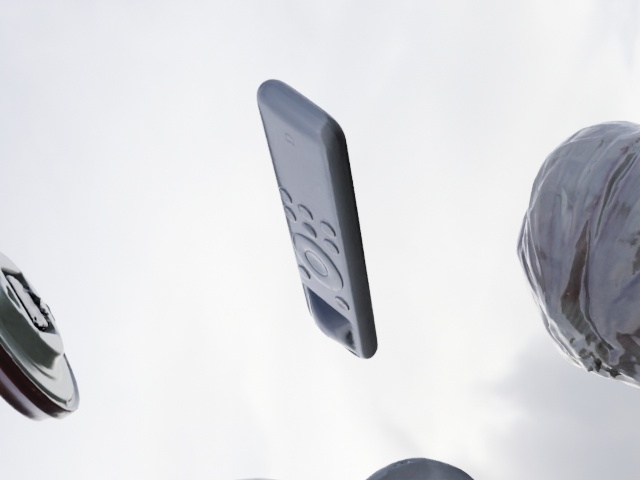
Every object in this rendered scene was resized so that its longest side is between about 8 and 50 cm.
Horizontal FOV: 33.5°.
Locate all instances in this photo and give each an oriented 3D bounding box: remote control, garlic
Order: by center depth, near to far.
[{"bbox_3d":[0.000,0.000,0.700,0.029,0.067,0.261,-40,-31,-19],"label":"remote control"},{"bbox_3d":[0.345,0.029,1.096,0.259,0.317,0.317,-40,-43,-17],"label":"garlic"}]

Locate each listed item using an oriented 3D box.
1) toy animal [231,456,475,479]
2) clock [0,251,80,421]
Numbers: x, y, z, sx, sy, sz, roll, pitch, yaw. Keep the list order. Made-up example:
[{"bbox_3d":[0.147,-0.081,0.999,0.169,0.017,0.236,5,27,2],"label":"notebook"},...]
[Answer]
[{"bbox_3d":[0.012,0.201,0.586,0.193,0.178,0.128,-136,45,-87],"label":"toy animal"},{"bbox_3d":[-0.415,0.098,1.420,0.080,0.318,0.318,-31,-42,-4],"label":"clock"}]
